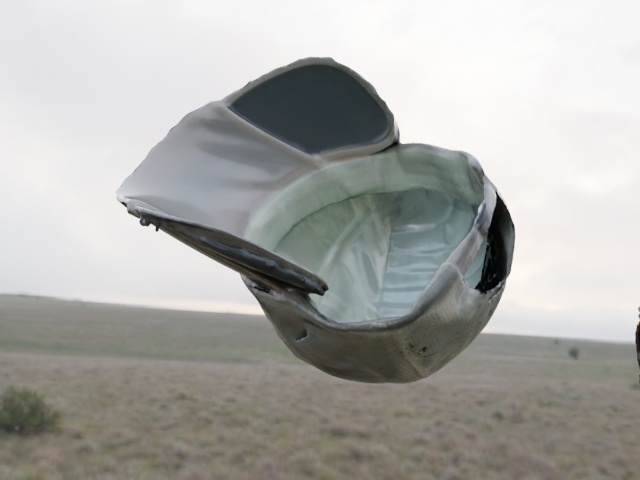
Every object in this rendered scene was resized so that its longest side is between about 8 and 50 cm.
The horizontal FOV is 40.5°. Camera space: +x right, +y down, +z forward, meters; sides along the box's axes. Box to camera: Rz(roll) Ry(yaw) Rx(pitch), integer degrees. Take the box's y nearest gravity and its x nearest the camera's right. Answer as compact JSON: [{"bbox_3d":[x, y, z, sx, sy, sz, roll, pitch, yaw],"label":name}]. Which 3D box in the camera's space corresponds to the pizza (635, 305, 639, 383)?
[{"bbox_3d":[0.317,0.144,0.631,0.085,0.161,0.305,-11,-54,42],"label":"pizza"}]

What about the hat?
[{"bbox_3d":[-0.007,-0.005,0.607,0.275,0.161,0.232,21,38,4],"label":"hat"}]
